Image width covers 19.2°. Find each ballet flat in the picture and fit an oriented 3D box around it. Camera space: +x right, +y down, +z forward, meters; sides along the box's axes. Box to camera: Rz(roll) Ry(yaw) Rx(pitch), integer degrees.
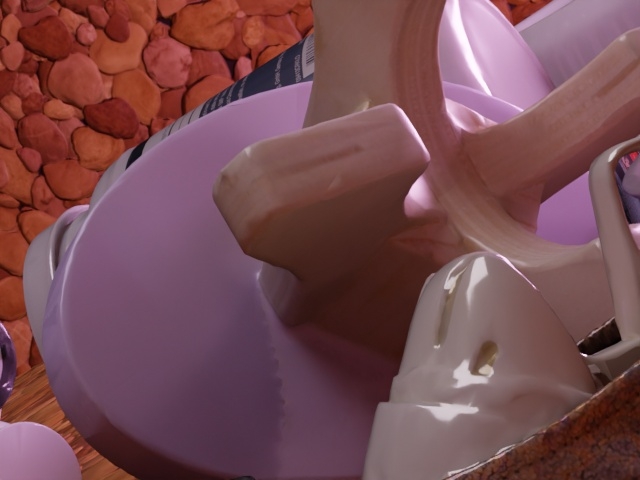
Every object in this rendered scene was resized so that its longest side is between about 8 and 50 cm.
[{"bbox_3d":[0.094,0.032,0.586,0.316,0.106,0.107,-34,5,-15],"label":"ballet flat"}]

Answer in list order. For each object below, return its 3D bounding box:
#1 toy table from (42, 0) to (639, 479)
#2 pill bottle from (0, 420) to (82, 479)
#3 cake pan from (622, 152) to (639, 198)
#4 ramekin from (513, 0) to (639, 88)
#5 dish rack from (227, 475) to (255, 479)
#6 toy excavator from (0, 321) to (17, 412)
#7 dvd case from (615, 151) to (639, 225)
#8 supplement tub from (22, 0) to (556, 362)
[{"bbox_3d":[0.040,-0.013,0.735,0.274,0.252,0.161,-34,-9,-38],"label":"toy table"},{"bbox_3d":[-0.235,0.178,1.259,0.184,0.103,0.103,-28,7,48],"label":"pill bottle"},{"bbox_3d":[0.275,-0.081,0.857,0.293,0.054,0.293,-32,5,3],"label":"cake pan"},{"bbox_3d":[0.225,-0.123,1.164,0.273,0.127,0.273,-33,5,3],"label":"ramekin"},{"bbox_3d":[-0.140,0.195,0.659,0.271,0.074,0.208,-36,5,-34],"label":"dish rack"},{"bbox_3d":[-0.479,0.252,1.570,0.433,0.445,0.222,9,-6,-13],"label":"toy excavator"},{"bbox_3d":[0.151,-0.029,0.951,0.013,0.087,0.119,-27,7,22],"label":"dvd case"},{"bbox_3d":[0.000,0.000,1.000,0.272,0.191,0.191,-31,5,19],"label":"supplement tub"}]
